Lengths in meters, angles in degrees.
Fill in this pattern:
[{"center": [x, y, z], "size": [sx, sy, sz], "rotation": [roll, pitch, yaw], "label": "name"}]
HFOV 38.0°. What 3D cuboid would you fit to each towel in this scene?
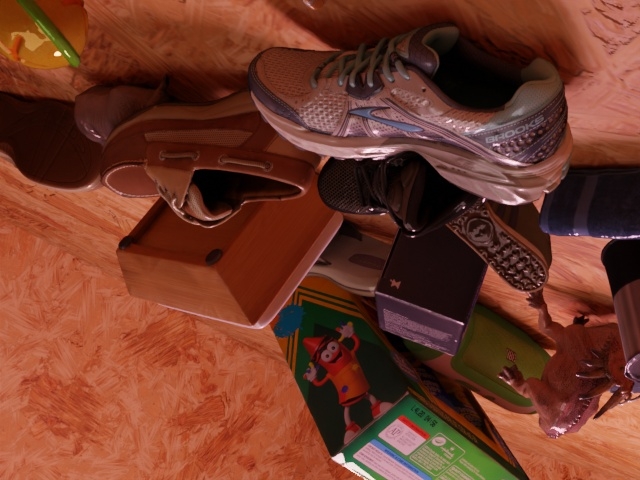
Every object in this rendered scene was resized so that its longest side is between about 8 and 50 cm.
[{"center": [0.253, -0.034, 0.840], "size": [0.029, 0.067, 0.119], "rotation": [30, 165, -35], "label": "towel"}]

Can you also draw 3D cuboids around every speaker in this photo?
[{"center": [0.272, 0.190, 1.547], "size": [0.296, 0.131, 0.131], "rotation": [31, 164, -33], "label": "speaker"}]

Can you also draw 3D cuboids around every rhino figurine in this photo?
[{"center": [-0.221, -0.152, 1.144], "size": [0.243, 0.073, 0.106], "rotation": [3, 147, 48], "label": "rhino figurine"}]

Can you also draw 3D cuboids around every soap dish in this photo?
[{"center": [-0.131, -0.009, 1.268], "size": [0.290, 0.229, 0.118], "rotation": [7, 143, 48], "label": "soap dish"}]

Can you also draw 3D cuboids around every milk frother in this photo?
[{"center": [0.320, 0.042, 0.878], "size": [0.143, 0.135, 0.129], "rotation": [28, 135, -33], "label": "milk frother"}]

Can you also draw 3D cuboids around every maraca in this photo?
[{"center": [-0.293, -0.234, 0.902], "size": [0.185, 0.099, 0.127], "rotation": [44, 169, 29], "label": "maraca"}]

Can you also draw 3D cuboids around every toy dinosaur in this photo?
[{"center": [0.349, 0.195, 1.261], "size": [0.127, 0.296, 0.200], "rotation": [2, -145, -20], "label": "toy dinosaur"}]

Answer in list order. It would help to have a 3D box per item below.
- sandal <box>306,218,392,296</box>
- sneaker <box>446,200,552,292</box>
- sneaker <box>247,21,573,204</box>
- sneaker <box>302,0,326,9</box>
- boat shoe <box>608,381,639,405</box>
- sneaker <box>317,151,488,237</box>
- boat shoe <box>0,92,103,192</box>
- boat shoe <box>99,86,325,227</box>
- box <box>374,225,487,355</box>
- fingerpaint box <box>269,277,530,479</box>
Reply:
[{"center": [0.002, -0.001, 1.349], "size": [0.302, 0.120, 0.086], "rotation": [11, 135, 34], "label": "sandal"}, {"center": [0.171, -0.039, 0.955], "size": [0.064, 0.086, 0.192], "rotation": [-37, 97, 35], "label": "sneaker"}, {"center": [0.068, -0.131, 0.752], "size": [0.283, 0.110, 0.122], "rotation": [15, 147, 19], "label": "sneaker"}, {"center": [-0.021, -0.209, 0.700], "size": [0.037, 0.032, 0.083], "rotation": [30, 169, 38], "label": "sneaker"}, {"center": [0.442, 0.185, 1.348], "size": [0.079, 0.095, 0.254], "rotation": [36, 156, -7], "label": "boat shoe"}, {"center": [0.067, -0.057, 0.864], "size": [0.227, 0.087, 0.130], "rotation": [-1, -165, 40], "label": "sneaker"}, {"center": [-0.410, -0.145, 1.414], "size": [0.341, 0.122, 0.110], "rotation": [25, 176, 38], "label": "boat shoe"}, {"center": [-0.131, -0.081, 1.024], "size": [0.324, 0.120, 0.122], "rotation": [-10, 153, 39], "label": "boat shoe"}, {"center": [0.141, 0.036, 1.113], "size": [0.108, 0.153, 0.207], "rotation": [20, 167, 10], "label": "box"}, {"center": [0.139, 0.271, 1.592], "size": [0.445, 0.163, 0.371], "rotation": [41, -169, -38], "label": "fingerpaint box"}]
